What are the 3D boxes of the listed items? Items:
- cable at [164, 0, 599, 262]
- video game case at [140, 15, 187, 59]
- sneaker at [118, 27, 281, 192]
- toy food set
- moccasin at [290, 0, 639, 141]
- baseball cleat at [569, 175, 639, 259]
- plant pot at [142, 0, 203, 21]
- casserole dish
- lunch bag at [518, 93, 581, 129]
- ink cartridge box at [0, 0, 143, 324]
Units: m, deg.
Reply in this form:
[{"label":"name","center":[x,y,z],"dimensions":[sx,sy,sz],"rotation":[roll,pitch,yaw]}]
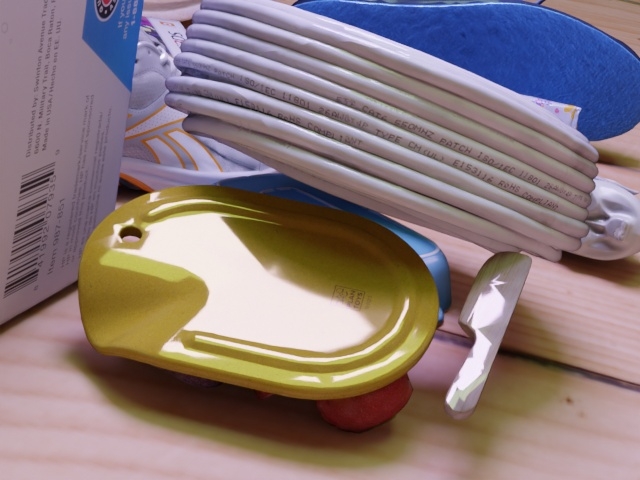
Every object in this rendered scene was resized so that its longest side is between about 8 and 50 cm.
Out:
[{"label":"cable","center":[0.039,-0.064,0.809],"dimensions":[0.257,0.089,0.257],"rotation":[25,5,43]},{"label":"video game case","center":[-0.210,-0.152,1.139],"dimensions":[0.232,0.041,0.210],"rotation":[6,20,-18]},{"label":"sneaker","center":[-0.112,-0.094,0.928],"dimensions":[0.262,0.121,0.099],"rotation":[-4,27,-39]},{"label":"toy food set","center":[-0.014,0.047,0.709],"dimensions":[0.218,0.071,0.128],"rotation":[13,44,6]},{"label":"moccasin","center":[0.127,-0.177,1.274],"dimensions":[0.342,0.137,0.117],"rotation":[15,16,3]},{"label":"baseball cleat","center":[0.146,-0.033,1.023],"dimensions":[0.206,0.072,0.109],"rotation":[27,10,22]},{"label":"plant pot","center":[-0.160,-0.400,1.488],"dimensions":[0.334,0.333,0.305],"rotation":[12,10,-1]},{"label":"casserole dish","center":[0.000,0.000,0.870],"dimensions":[0.188,0.037,0.114],"rotation":[29,26,35]},{"label":"lunch bag","center":[0.179,-0.090,1.188],"dimensions":[0.071,0.053,0.083],"rotation":[14,-5,6]},{"label":"ink cartridge box","center":[-0.209,-0.062,0.638],"dimensions":[0.129,0.223,0.307],"rotation":[18,21,15]}]
